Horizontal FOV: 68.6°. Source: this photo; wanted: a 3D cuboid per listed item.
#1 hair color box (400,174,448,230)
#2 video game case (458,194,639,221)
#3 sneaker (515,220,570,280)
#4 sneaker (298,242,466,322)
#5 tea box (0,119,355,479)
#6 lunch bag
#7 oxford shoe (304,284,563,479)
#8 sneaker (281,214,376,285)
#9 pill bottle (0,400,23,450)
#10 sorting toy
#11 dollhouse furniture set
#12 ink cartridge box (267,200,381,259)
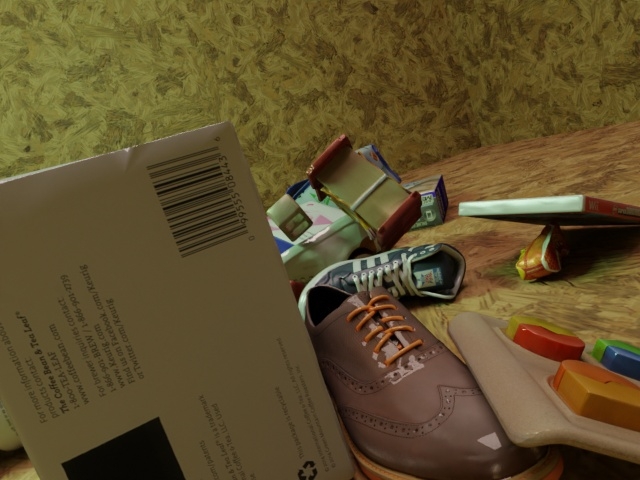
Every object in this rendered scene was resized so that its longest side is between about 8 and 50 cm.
[{"bbox_3d":[0.293,-0.117,1.473,0.185,0.110,0.339,-13,12,20],"label":"hair color box"},{"bbox_3d":[0.404,-0.045,0.784,0.285,0.025,0.204,3,-1,-36],"label":"video game case"},{"bbox_3d":[0.362,0.013,0.768,0.067,0.064,0.175,-26,-2,41],"label":"sneaker"},{"bbox_3d":[0.110,0.071,0.766,0.282,0.099,0.153,-19,8,-28],"label":"sneaker"},{"bbox_3d":[-0.169,0.087,0.487,0.220,0.328,0.324,-22,11,-22],"label":"tea box"},{"bbox_3d":[0.047,-0.154,1.731,0.385,0.238,0.328,-39,-4,38],"label":"lunch bag"},{"bbox_3d":[0.060,0.123,0.460,0.130,0.132,0.364,-21,11,-22],"label":"oxford shoe"},{"bbox_3d":[-0.009,0.062,1.004,0.290,0.123,0.106,-33,-16,-5],"label":"sneaker"},{"bbox_3d":[-0.421,0.214,0.716,0.283,0.160,0.160,-21,11,-20],"label":"pill bottle"},{"bbox_3d":[0.218,0.104,0.348,0.209,0.038,0.193,11,12,1],"label":"sorting toy"},{"bbox_3d":[0.000,0.000,0.920,0.374,0.201,0.152,-45,-18,-3],"label":"dollhouse furniture set"},{"bbox_3d":[-0.038,-0.002,1.233,0.330,0.071,0.324,-24,31,-37],"label":"ink cartridge box"}]
